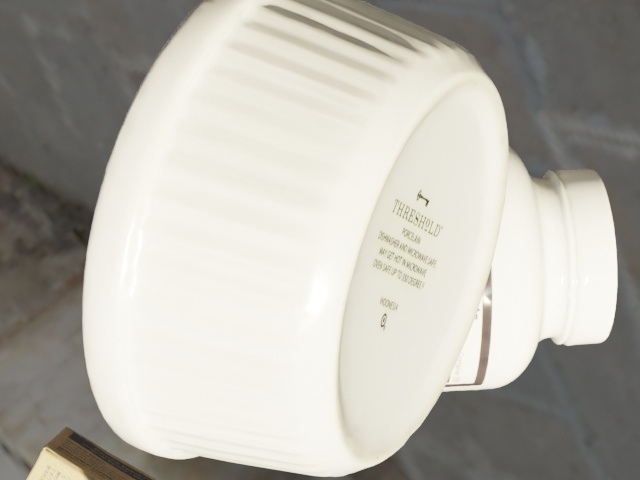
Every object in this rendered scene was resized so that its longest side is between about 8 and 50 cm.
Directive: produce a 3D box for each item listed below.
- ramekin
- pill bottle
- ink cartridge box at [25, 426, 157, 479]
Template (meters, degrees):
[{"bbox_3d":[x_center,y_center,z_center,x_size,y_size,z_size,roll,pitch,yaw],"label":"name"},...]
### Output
[{"bbox_3d":[0.000,0.000,0.938,0.127,0.273,0.273,18,145,23],"label":"ramekin"},{"bbox_3d":[0.034,0.018,1.245,0.181,0.323,0.181,177,90,-85],"label":"pill bottle"},{"bbox_3d":[-0.198,0.308,1.508,0.193,0.235,0.088,31,-171,1],"label":"ink cartridge box"}]
